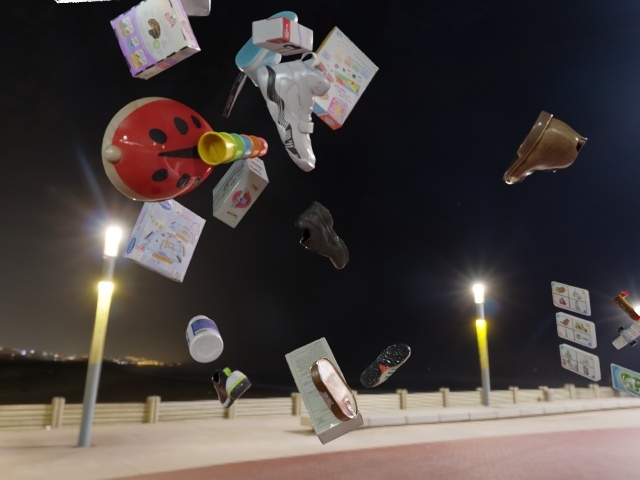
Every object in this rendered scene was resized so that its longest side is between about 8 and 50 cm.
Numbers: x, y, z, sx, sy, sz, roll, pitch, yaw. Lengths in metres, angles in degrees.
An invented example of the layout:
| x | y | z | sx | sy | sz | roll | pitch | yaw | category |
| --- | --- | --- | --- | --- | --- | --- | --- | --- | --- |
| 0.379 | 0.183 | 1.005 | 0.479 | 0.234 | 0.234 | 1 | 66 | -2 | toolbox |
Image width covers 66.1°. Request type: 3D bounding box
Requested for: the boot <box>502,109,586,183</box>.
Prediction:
| x | y | z | sx | sy | sz | roll | pitch | yaw | category |
| --- | --- | --- | --- | --- | --- | --- | --- | --- | --- |
| 0.502 | -0.182 | 1.127 | 0.115 | 0.112 | 0.305 | 28 | -5 | 12 | boot |

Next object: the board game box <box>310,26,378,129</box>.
| x | y | z | sx | sy | sz | roll | pitch | yaw | category |
| --- | --- | --- | --- | --- | --- | --- | --- | --- | --- |
| 0.058 | -0.637 | 1.939 | 0.242 | 0.317 | 0.064 | 38 | -18 | -20 | board game box |

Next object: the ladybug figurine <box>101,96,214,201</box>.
| x | y | z | sx | sy | sz | roll | pitch | yaw | category |
| --- | --- | --- | --- | --- | --- | --- | --- | --- | --- |
| -0.440 | -0.260 | 1.438 | 0.161 | 0.305 | 0.449 | 7 | 18 | 18 | ladybug figurine |

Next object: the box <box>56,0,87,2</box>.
| x | y | z | sx | sy | sz | roll | pitch | yaw | category |
| --- | --- | --- | --- | --- | --- | --- | --- | --- | --- |
| -0.801 | -0.915 | 1.737 | 0.321 | 0.079 | 0.257 | -9 | 12 | -11 | box |

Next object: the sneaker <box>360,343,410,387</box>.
| x | y | z | sx | sy | sz | roll | pitch | yaw | category |
| --- | --- | --- | --- | --- | --- | --- | --- | --- | --- |
| 0.178 | 0.343 | 1.350 | 0.161 | 0.057 | 0.075 | -40 | -22 | -5 | sneaker |

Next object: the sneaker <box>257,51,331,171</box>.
| x | y | z | sx | sy | sz | roll | pitch | yaw | category |
| --- | --- | --- | --- | --- | --- | --- | --- | --- | --- |
| -0.046 | -0.420 | 1.607 | 0.210 | 0.366 | 0.137 | -21 | 15 | 9 | sneaker |

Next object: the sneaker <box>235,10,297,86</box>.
| x | y | z | sx | sy | sz | roll | pitch | yaw | category |
| --- | --- | --- | --- | --- | --- | --- | --- | --- | --- |
| -0.195 | -0.779 | 2.050 | 0.127 | 0.319 | 0.208 | 44 | -3 | 30 | sneaker |

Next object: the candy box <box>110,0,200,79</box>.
| x | y | z | sx | sy | sz | roll | pitch | yaw | category |
| --- | --- | --- | --- | --- | --- | --- | --- | --- | --- |
| -0.456 | -0.566 | 1.362 | 0.196 | 0.165 | 0.070 | -19 | 4 | 19 | candy box |

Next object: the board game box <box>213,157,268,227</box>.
| x | y | z | sx | sy | sz | roll | pitch | yaw | category |
| --- | --- | --- | --- | --- | --- | --- | --- | --- | --- |
| -0.313 | -0.209 | 1.898 | 0.097 | 0.224 | 0.303 | 34 | 13 | -22 | board game box |

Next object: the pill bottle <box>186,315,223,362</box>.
| x | y | z | sx | sy | sz | roll | pitch | yaw | category |
| --- | --- | --- | --- | --- | --- | --- | --- | --- | --- |
| -0.409 | 0.335 | 1.716 | 0.112 | 0.112 | 0.186 | 7 | 12 | -22 | pill bottle |

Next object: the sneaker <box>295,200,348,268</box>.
| x | y | z | sx | sy | sz | roll | pitch | yaw | category |
| --- | --- | --- | --- | --- | --- | --- | --- | --- | --- |
| 0.000 | 0.000 | 1.733 | 0.109 | 0.130 | 0.286 | 29 | -26 | 55 | sneaker |

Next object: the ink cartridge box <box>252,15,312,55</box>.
| x | y | z | sx | sy | sz | roll | pitch | yaw | category |
| --- | --- | --- | --- | --- | --- | --- | --- | --- | --- |
| -0.124 | -0.684 | 1.654 | 0.127 | 0.072 | 0.175 | 4 | 7 | 33 | ink cartridge box |

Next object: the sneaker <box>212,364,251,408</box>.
| x | y | z | sx | sy | sz | roll | pitch | yaw | category |
| --- | --- | --- | --- | --- | --- | --- | --- | --- | --- |
| -0.250 | 0.389 | 1.352 | 0.097 | 0.084 | 0.235 | 44 | -33 | 7 | sneaker |

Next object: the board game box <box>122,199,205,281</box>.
| x | y | z | sx | sy | sz | roll | pitch | yaw | category |
| --- | --- | --- | --- | --- | --- | --- | --- | --- | --- |
| -0.688 | -0.014 | 2.200 | 0.065 | 0.318 | 0.318 | 7 | -20 | 31 | board game box |

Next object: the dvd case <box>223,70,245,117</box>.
| x | y | z | sx | sy | sz | roll | pitch | yaw | category |
| --- | --- | --- | --- | --- | --- | --- | --- | --- | --- |
| -0.374 | -0.685 | 2.214 | 0.029 | 0.179 | 0.238 | 25 | -25 | -12 | dvd case |

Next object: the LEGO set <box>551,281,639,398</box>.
| x | y | z | sx | sy | sz | roll | pitch | yaw | category |
| --- | --- | --- | --- | --- | --- | --- | --- | --- | --- |
| 0.517 | 0.170 | 0.837 | 0.060 | 0.183 | 0.244 | -18 | 13 | -19 | LEGO set |

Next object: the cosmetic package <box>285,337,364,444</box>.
| x | y | z | sx | sy | sz | roll | pitch | yaw | category |
| --- | --- | --- | --- | --- | --- | --- | --- | --- | --- |
| 0.010 | 0.507 | 1.680 | 0.160 | 0.309 | 0.113 | -23 | -40 | -6 | cosmetic package |

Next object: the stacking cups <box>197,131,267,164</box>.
| x | y | z | sx | sy | sz | roll | pitch | yaw | category |
| --- | --- | --- | --- | --- | --- | --- | --- | --- | --- |
| -0.249 | -0.290 | 1.524 | 0.096 | 0.096 | 0.316 | -5 | 10 | 22 | stacking cups |

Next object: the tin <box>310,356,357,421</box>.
| x | y | z | sx | sy | sz | roll | pitch | yaw | category |
| --- | --- | --- | --- | --- | --- | --- | --- | --- | --- |
| 0.038 | 0.420 | 1.388 | 0.040 | 0.190 | 0.106 | -34 | -1 | 26 | tin |

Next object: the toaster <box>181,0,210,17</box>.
| x | y | z | sx | sy | sz | roll | pitch | yaw | category |
| --- | --- | --- | --- | --- | --- | --- | --- | --- | --- |
| -0.493 | -0.824 | 1.683 | 0.168 | 0.110 | 0.185 | 11 | 25 | 33 | toaster |
